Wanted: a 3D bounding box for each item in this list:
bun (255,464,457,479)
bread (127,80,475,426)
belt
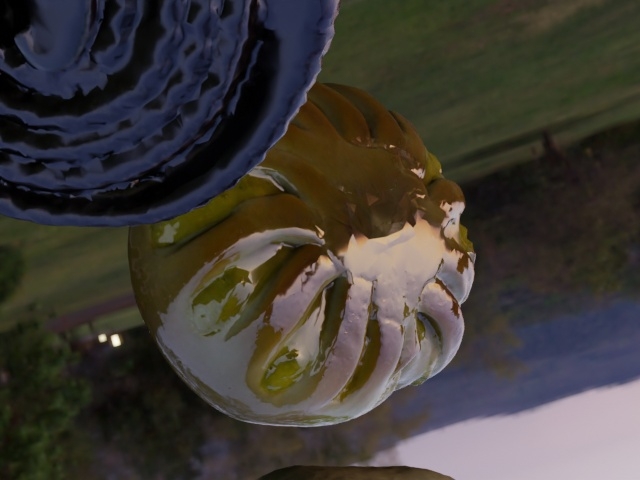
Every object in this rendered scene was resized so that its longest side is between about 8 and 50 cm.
[{"bbox_3d":[0.046,0.195,0.557,0.133,0.231,0.231,-28,179,-28],"label":"bun"},{"bbox_3d":[0.000,0.000,0.681,0.213,0.213,0.104,-12,173,-40],"label":"bread"},{"bbox_3d":[-0.100,-0.144,0.390,0.184,0.289,0.164,-21,-157,19],"label":"belt"}]
